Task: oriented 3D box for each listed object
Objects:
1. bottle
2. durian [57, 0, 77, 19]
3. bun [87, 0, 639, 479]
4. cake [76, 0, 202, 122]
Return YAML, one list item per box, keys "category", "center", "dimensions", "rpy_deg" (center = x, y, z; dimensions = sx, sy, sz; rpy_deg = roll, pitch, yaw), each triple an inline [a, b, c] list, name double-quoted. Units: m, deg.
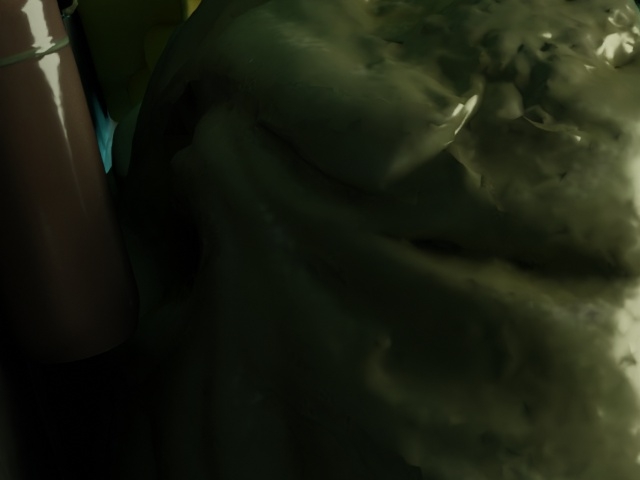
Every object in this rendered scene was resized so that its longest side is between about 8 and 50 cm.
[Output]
- category: "bottle"
  center: [-0.107, -0.026, 0.569]
  dimensions: [0.053, 0.053, 0.140]
  rpy_deg: [-99, 176, -72]
- category: "durian"
  center: [-0.089, -0.176, 0.626]
  dimensions: [0.306, 0.172, 0.167]
  rpy_deg: [142, -61, -76]
- category: "bun"
  center: [0.009, 0.025, 0.670]
  dimensions: [0.359, 0.211, 0.360]
  rpy_deg: [-14, -106, 60]
- category: "cake"
  center: [-0.052, -0.204, 0.978]
  dimensions: [0.286, 0.222, 0.227]
  rpy_deg: [-99, 175, -58]
